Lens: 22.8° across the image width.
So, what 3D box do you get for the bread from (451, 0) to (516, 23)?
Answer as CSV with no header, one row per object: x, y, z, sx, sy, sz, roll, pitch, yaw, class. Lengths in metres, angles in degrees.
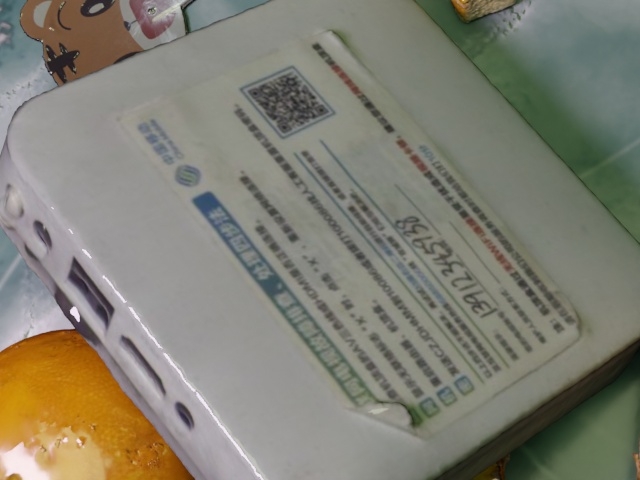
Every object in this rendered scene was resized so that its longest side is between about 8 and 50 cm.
0.122,-0.271,1.288,0.068,0.188,0.125,-16,73,-2,bread

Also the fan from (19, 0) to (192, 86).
-0.147,-0.200,1.399,0.226,0.008,0.152,-29,71,0,fan

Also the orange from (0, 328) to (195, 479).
-0.175,0.183,1.179,0.240,0.240,0.240,-2,74,8,orange

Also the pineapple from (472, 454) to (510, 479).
0.056,0.206,1.235,0.221,0.047,0.221,-3,73,11,pineapple

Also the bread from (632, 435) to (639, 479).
0.304,0.089,1.108,0.139,0.240,0.240,7,75,-3,bread

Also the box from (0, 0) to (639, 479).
0.009,0.004,1.180,0.396,0.111,0.396,-27,67,-34,box
